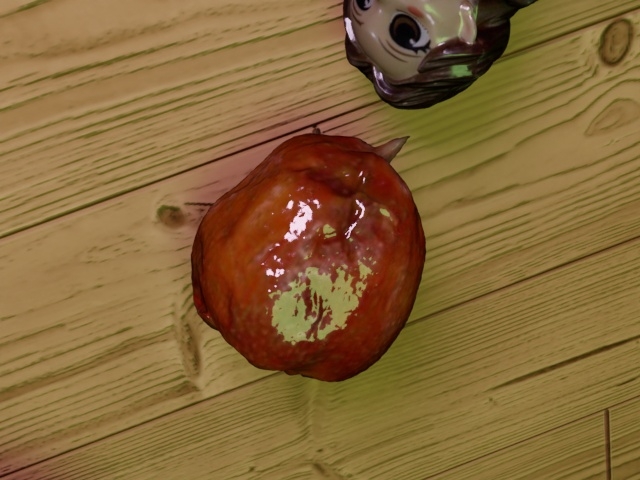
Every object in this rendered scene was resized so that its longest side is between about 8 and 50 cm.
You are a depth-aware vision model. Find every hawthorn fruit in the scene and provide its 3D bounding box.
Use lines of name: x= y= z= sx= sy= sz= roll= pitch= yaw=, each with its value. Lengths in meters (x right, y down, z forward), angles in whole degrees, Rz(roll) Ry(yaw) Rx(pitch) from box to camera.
hawthorn fruit: x=-0.010 y=0.011 z=0.749 sx=0.174 sy=0.173 sz=0.179 roll=-4 pitch=104 yaw=-18

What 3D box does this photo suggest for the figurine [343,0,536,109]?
figurine: x=0.084 y=-0.210 z=0.590 sx=0.187 sy=0.168 sz=0.315 roll=28 pitch=136 yaw=11
